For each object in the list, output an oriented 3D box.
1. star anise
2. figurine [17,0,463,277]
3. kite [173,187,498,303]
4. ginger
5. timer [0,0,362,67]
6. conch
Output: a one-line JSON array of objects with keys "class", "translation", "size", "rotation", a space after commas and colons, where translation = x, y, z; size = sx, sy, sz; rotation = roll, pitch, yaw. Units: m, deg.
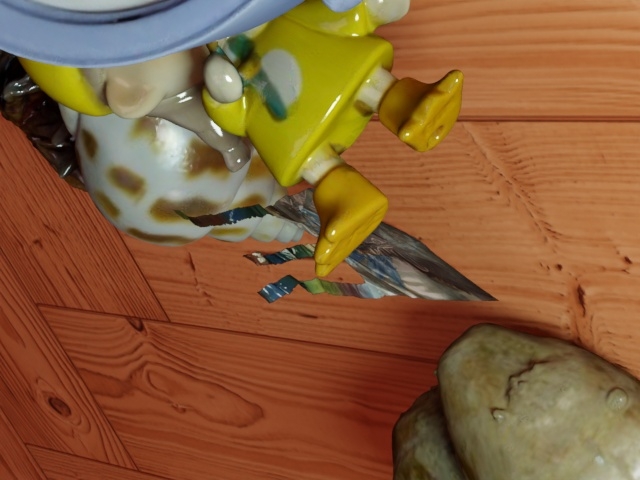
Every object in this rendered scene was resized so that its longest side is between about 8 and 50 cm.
[{"class": "star anise", "translation": [-0.237, -0.133, 1.558], "size": [0.214, 0.099, 0.220], "rotation": [54, 180, 9]}, {"class": "figurine", "translation": [-0.071, -0.139, 1.242], "size": [0.344, 0.215, 0.187], "rotation": [42, 177, 22]}, {"class": "kite", "translation": [-0.001, 0.002, 1.311], "size": [0.169, 0.310, 0.015], "rotation": [37, 107, 28]}, {"class": "ginger", "translation": [0.164, 0.187, 1.435], "size": [0.244, 0.155, 0.304], "rotation": [40, 158, -3]}, {"class": "timer", "translation": [-0.107, -0.274, 1.036], "size": [0.395, 0.173, 0.395], "rotation": [6, 105, 22]}, {"class": "conch", "translation": [-0.120, -0.088, 1.439], "size": [0.149, 0.182, 0.275], "rotation": [-18, 122, 15]}]
